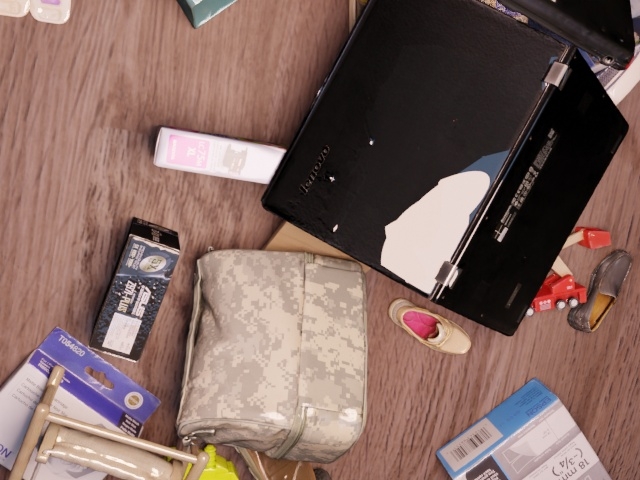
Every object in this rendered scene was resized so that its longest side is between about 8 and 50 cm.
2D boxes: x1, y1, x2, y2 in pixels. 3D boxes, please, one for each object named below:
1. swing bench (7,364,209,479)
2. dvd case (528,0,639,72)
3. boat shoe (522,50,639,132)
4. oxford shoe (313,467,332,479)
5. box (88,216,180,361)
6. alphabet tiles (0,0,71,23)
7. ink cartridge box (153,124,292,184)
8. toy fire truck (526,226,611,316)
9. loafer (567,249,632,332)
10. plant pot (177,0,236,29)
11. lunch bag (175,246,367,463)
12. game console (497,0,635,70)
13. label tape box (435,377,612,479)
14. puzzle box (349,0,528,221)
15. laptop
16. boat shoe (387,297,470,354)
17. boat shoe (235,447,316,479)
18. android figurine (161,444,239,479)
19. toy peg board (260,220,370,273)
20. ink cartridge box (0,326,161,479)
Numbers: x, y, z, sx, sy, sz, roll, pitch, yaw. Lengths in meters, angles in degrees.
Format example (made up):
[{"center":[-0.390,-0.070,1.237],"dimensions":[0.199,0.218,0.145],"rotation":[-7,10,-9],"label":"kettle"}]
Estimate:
[{"center":[-0.333,0.364,1.106],"dimensions":[0.253,0.165,0.255],"rotation":[22,96,-15],"label":"swing bench"},{"center":[0.434,-0.356,1.156],"dimensions":[0.253,0.022,0.180],"rotation":[-26,64,-1],"label":"dvd case"},{"center":[0.355,-0.238,1.186],"dimensions":[0.340,0.127,0.158],"rotation":[-43,104,12],"label":"boat shoe"},{"center":[-0.034,0.507,1.310],"dimensions":[0.096,0.083,0.227],"rotation":[26,96,-35],"label":"oxford shoe"},{"center":[-0.280,0.070,1.117],"dimensions":[0.077,0.147,0.180],"rotation":[20,96,-16],"label":"box"},{"center":[-0.433,-0.458,1.038],"dimensions":[0.284,0.021,0.278],"rotation":[6,100,-13],"label":"alphabet tiles"},{"center":[-0.089,-0.118,1.100],"dimensions":[0.311,0.186,0.065],"rotation":[10,97,-15],"label":"ink cartridge box"},{"center":[0.424,0.054,1.323],"dimensions":[0.192,0.047,0.135],"rotation":[-10,103,-9],"label":"toy fire truck"},{"center":[0.523,0.097,1.346],"dimensions":[0.062,0.061,0.170],"rotation":[28,94,-15],"label":"loafer"},{"center":[-0.179,-0.453,1.029],"dimensions":[0.165,0.166,0.234],"rotation":[-36,99,-3],"label":"plant pot"},{"center":[-0.076,0.164,1.107],"dimensions":[0.256,0.212,0.305],"rotation":[11,61,-13],"label":"lunch bag"},{"center":[0.259,-0.422,1.000],"dimensions":[0.386,0.060,0.342],"rotation":[23,55,-16],"label":"game console"},{"center":[0.407,0.462,1.376],"dimensions":[0.240,0.106,0.334],"rotation":[-37,107,-2],"label":"label tape box"},{"center":[0.180,-0.226,1.147],"dimensions":[0.272,0.052,0.409],"rotation":[2,102,14],"label":"puzzle box"},{"center":[0.200,-0.112,1.075],"dimensions":[0.408,0.236,0.382],"rotation":[25,95,-49],"label":"laptop"},{"center":[0.196,0.159,1.288],"dimensions":[0.170,0.059,0.063],"rotation":[27,95,-16],"label":"boat shoe"},{"center":[-0.111,0.300,1.224],"dimensions":[0.109,0.098,0.302],"rotation":[-26,87,-27],"label":"boat shoe"},{"center":[-0.224,0.476,1.265],"dimensions":[0.248,0.056,0.273],"rotation":[2,103,-13],"label":"android figurine"},{"center":[0.000,0.000,1.186],"dimensions":[0.161,0.160,0.079],"rotation":[22,54,-16],"label":"toy peg board"},{"center":[-0.411,0.289,1.187],"dimensions":[0.223,0.045,0.224],"rotation":[41,90,-17],"label":"ink cartridge box"}]
